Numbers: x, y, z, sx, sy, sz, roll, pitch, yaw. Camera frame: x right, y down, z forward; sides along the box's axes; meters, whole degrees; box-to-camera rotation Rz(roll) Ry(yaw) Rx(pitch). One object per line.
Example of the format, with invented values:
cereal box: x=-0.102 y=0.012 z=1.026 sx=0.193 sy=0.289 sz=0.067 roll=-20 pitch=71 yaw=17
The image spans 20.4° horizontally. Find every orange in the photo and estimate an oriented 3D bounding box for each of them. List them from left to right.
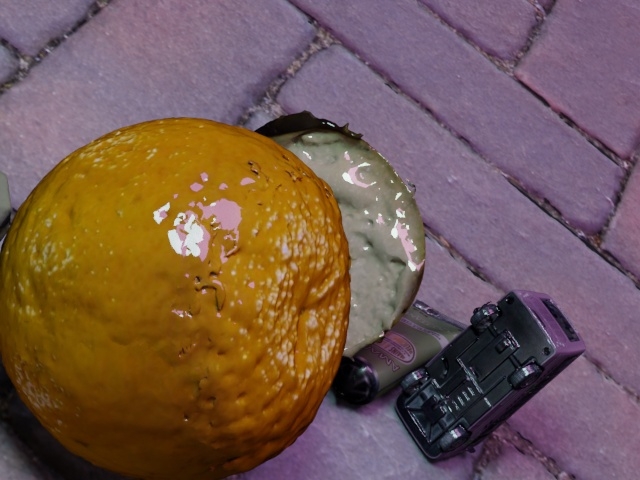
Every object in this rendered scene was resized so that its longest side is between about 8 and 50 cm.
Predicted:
orange: x=-0.137 y=0.054 z=1.617 sx=0.293 sy=0.340 sz=0.340 roll=5 pitch=26 yaw=28

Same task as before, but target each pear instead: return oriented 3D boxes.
pear: x=0.001 y=0.003 z=1.917 sx=0.267 sy=0.267 sz=0.178 roll=47 pitch=7 yaw=10

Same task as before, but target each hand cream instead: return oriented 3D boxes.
hand cream: x=0.085 y=0.119 z=1.952 sx=0.086 sy=0.055 sz=0.235 roll=27 pitch=31 yaw=23

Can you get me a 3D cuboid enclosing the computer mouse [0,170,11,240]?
computer mouse: x=-0.456 y=-0.012 z=1.478 sx=0.429 sy=0.145 sz=0.228 roll=-25 pitch=47 yaw=-37

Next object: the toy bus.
toy bus: x=0.179 y=0.142 z=1.892 sx=0.108 sy=0.199 sz=0.096 roll=1 pitch=50 yaw=-54
